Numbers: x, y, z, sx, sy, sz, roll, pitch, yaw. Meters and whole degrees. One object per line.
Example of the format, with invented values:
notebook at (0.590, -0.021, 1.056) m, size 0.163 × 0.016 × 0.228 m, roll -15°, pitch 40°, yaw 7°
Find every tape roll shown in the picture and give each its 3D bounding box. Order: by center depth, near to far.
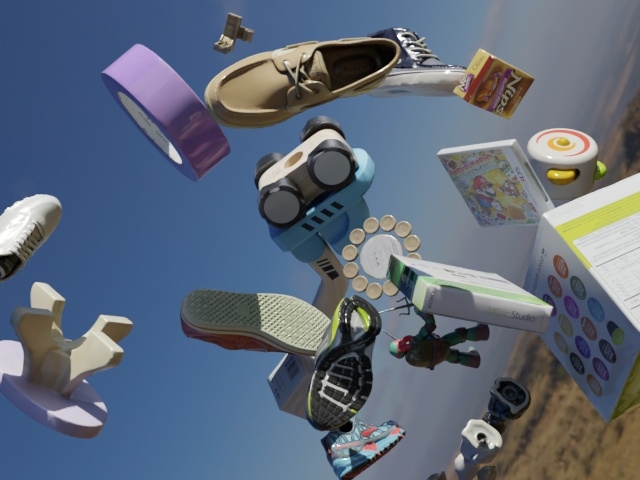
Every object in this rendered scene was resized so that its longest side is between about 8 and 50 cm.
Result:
tape roll at (-0.298, -0.243, 1.755) m, size 0.090 × 0.275 × 0.275 m, roll -42°, pitch -16°, yaw -12°

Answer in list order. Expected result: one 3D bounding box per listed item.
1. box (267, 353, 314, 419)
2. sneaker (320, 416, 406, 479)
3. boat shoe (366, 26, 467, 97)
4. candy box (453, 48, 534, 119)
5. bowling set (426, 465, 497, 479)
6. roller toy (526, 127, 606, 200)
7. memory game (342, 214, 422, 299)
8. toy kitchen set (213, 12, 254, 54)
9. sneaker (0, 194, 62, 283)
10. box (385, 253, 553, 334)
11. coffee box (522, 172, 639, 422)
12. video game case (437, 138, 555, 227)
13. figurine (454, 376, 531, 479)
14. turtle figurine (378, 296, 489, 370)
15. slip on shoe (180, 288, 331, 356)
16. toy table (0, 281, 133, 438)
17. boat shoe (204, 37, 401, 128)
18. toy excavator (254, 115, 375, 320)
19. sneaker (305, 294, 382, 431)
box at (-0.039, 0.295, 1.875) m, size 0.102 × 0.087 × 0.101 m, roll -54°, pitch 32°, yaw 15°
sneaker at (0.090, 0.413, 1.938) m, size 0.104 × 0.125 × 0.262 m, roll -44°, pitch -15°, yaw 23°
boat shoe at (0.219, -0.421, 2.113) m, size 0.127 × 0.340 × 0.158 m, roll 10°, pitch -92°, yaw -45°
candy box at (0.378, -0.336, 1.969) m, size 0.187 × 0.053 × 0.109 m, roll 7°, pitch -61°, yaw -52°
bowling set at (0.216, 0.547, 1.823) m, size 0.287 × 0.200 × 0.154 m, roll -45°, pitch -29°, yaw -50°
roller toy at (0.657, -0.214, 2.487) m, size 0.209 × 0.191 × 0.146 m, roll -27°, pitch -49°, yaw -27°
memory game at (0.130, 0.035, 1.937) m, size 0.012 × 0.186 × 0.186 m, roll 29°, pitch -98°, yaw -59°
toy kitchen set at (-0.201, -0.480, 2.135) m, size 0.075 × 0.068 × 0.083 m, roll -63°, pitch -8°, yaw -69°
sneaker at (-0.505, 0.011, 1.498) m, size 0.235 × 0.095 × 0.090 m, roll -48°, pitch -49°, yaw -33°
box at (0.266, 0.095, 1.702) m, size 0.322 × 0.232 × 0.058 m, roll -133°, pitch 54°, yaw -81°
coffee box at (0.658, 0.103, 1.857) m, size 0.338 × 0.334 × 0.337 m, roll -22°, pitch -36°, yaw -14°
video game case at (0.372, -0.114, 1.918) m, size 0.026 × 0.206 × 0.227 m, roll -44°, pitch 22°, yaw -25°
figurine at (0.378, 0.445, 2.064) m, size 0.215 × 0.092 × 0.209 m, roll -48°, pitch -21°, yaw -30°
turtle figurine at (0.219, 0.208, 1.851) m, size 0.175 × 0.234 × 0.118 m, roll 110°, pitch 159°, yaw -46°
slip on shoe at (-0.123, 0.173, 1.825) m, size 0.101 × 0.331 × 0.123 m, roll 122°, pitch 153°, yaw -51°
toy table at (-0.452, 0.201, 1.593) m, size 0.161 × 0.274 × 0.252 m, roll -63°, pitch -23°, yaw 8°
boat shoe at (-0.028, -0.278, 1.513) m, size 0.341 × 0.121 × 0.110 m, roll -21°, pitch 0°, yaw -22°
toy excavator at (0.000, 0.000, 2.174) m, size 0.433 × 0.445 × 0.222 m, roll -37°, pitch 24°, yaw 10°
sneaker at (0.035, 0.239, 1.663) m, size 0.121 × 0.111 × 0.300 m, roll -58°, pitch 4°, yaw 40°
